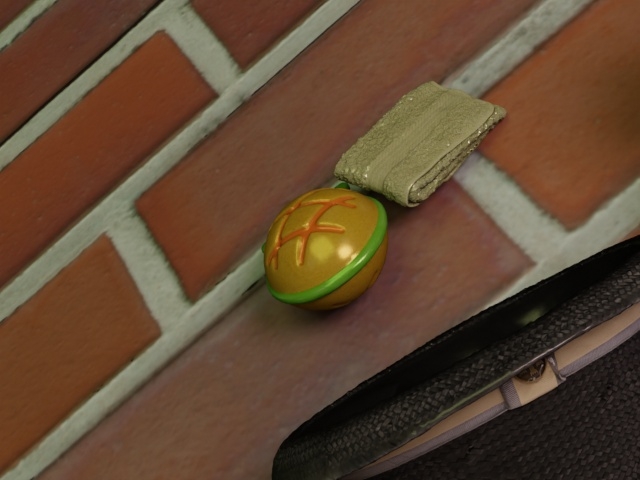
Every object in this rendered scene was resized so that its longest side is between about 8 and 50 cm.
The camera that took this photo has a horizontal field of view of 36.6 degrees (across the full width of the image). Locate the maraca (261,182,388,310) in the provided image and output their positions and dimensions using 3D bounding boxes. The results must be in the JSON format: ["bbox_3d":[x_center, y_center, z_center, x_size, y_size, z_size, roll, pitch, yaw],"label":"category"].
[{"bbox_3d":[0.000,0.000,0.883,0.127,0.099,0.185,-35,23,1],"label":"maraca"}]

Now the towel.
[{"bbox_3d":[0.091,-0.094,0.904,0.110,0.027,0.148,25,59,41],"label":"towel"}]

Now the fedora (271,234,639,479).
[{"bbox_3d":[0.138,0.128,0.652,0.334,0.334,0.152,-30,86,13],"label":"fedora"}]
